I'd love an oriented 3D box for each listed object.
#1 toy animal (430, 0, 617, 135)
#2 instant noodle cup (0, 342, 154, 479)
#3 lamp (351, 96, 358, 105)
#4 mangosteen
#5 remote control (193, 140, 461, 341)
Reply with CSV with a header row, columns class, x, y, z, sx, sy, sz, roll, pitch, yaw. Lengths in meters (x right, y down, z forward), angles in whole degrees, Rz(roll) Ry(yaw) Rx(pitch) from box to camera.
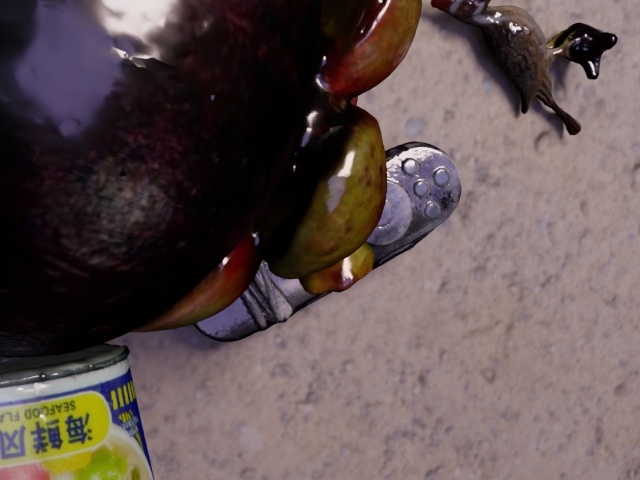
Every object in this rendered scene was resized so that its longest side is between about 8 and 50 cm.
class,x,y,z,sx,sy,sz,roll,pitch,yaw
toy animal,0.182,-0.177,1.027,0.202,0.070,0.105,25,107,-29
instant noodle cup,-0.222,0.240,0.828,0.284,0.284,0.312,-6,93,-23
lamp,-0.019,-0.117,0.935,0.101,0.090,0.101,-13,142,-11
mangosteen,-0.130,-0.102,0.725,0.435,0.382,0.382,18,91,-13
remote control,0.000,0.000,0.986,0.266,0.066,0.090,-29,96,-12
